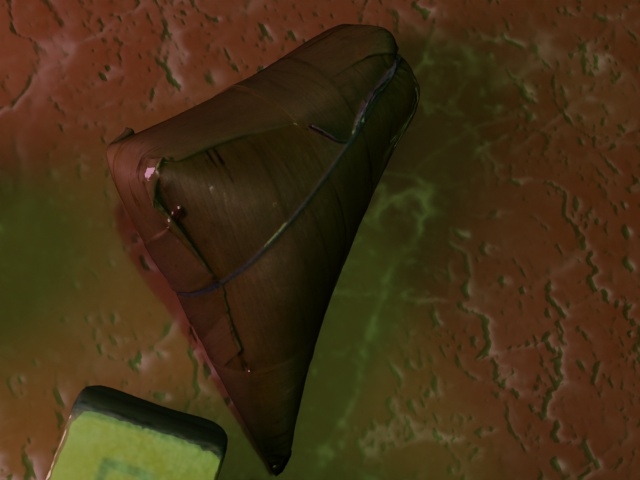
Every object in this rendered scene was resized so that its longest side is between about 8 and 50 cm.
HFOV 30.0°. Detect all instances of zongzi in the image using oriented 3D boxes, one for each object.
[{"bbox_3d":[0.000,0.000,0.816,0.228,0.115,0.256,-34,108,-28],"label":"zongzi"}]

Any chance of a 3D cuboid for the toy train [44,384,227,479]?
[{"bbox_3d":[-0.032,0.255,0.721,0.397,0.160,0.253,20,78,-3],"label":"toy train"}]
